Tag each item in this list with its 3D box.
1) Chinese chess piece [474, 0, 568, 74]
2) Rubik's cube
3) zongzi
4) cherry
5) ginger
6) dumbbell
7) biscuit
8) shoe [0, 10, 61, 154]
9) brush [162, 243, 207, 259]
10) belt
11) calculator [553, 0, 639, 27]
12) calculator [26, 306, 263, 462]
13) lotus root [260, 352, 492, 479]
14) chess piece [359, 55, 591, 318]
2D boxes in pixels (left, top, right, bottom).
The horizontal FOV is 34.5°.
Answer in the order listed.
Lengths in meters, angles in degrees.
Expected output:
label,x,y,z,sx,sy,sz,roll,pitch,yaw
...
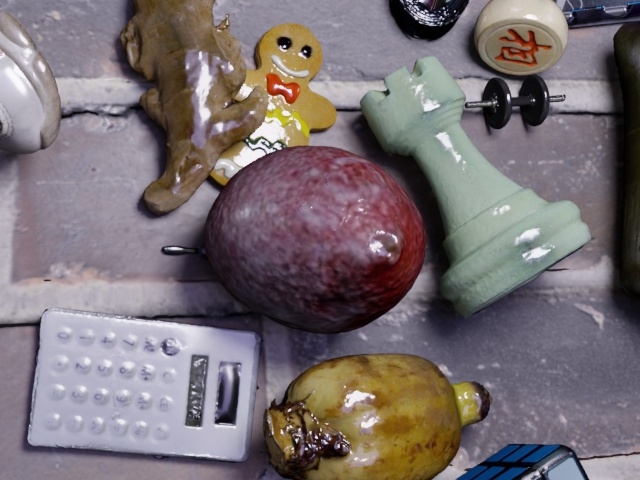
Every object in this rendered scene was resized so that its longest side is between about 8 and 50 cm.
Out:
label,x,y,z,sx,sy,sz,roll,pitch,yaw
Chinese chess piece,0.262,-0.269,1.351,0.122,0.122,0.051,21,60,-13
Rubik's cube,0.234,0.346,1.219,0.160,0.162,0.163,-28,91,-19
zongzi,0.593,-0.082,1.401,0.432,0.208,0.403,7,84,-28
cherry,0.000,0.000,1.151,0.230,0.300,0.203,44,66,-26
ginger,-0.151,-0.205,1.226,0.166,0.080,0.333,-9,77,8
dumbbell,0.258,-0.183,1.363,0.147,0.069,0.069,-6,83,-18
biscuit,-0.055,-0.162,1.282,0.158,0.035,0.240,16,77,-17
shoe,-0.450,-0.176,1.086,0.351,0.172,0.198,33,63,3
brush,-0.148,0.012,1.236,0.083,0.008,0.024,4,83,-17
belt,0.146,-0.334,1.361,0.105,0.058,0.140,24,78,-6
calculator,0.400,-0.387,1.465,0.274,0.028,0.165,-9,81,-20
calculator,-0.197,0.169,1.189,0.262,0.021,0.161,7,79,-16
lotus root,0.064,0.216,1.200,0.314,0.141,0.169,-3,85,-27
chess piece,0.174,-0.075,1.269,0.194,0.194,0.299,-29,82,-19
